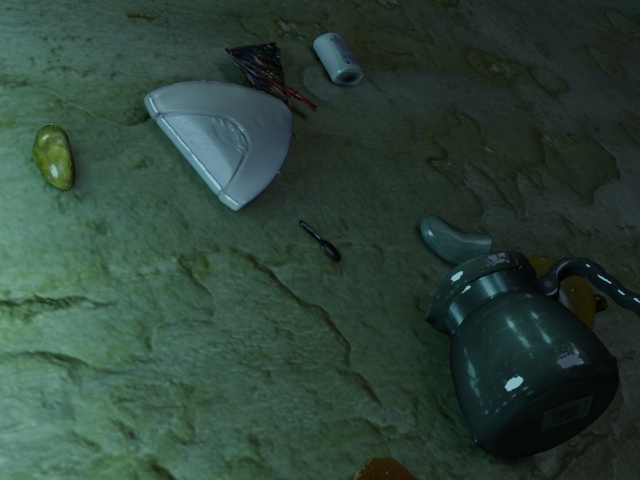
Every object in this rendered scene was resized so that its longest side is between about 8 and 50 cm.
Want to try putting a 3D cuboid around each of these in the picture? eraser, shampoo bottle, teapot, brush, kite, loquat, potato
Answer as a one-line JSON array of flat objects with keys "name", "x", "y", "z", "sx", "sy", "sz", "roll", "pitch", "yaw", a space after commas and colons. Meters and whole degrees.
[{"name": "eraser", "x": -0.121, "y": -0.150, "z": 1.778, "sx": 0.204, "sy": 0.059, "sz": 0.243, "roll": 50, "pitch": 35, "yaw": 6}, {"name": "shampoo bottle", "x": 0.028, "y": -0.321, "z": 2.168, "sx": 0.072, "sy": 0.043, "sz": 0.099, "roll": 0, "pitch": 53, "yaw": -51}, {"name": "teapot", "x": 0.300, "y": 0.120, "z": 1.782, "sx": 0.223, "sy": 0.305, "sz": 0.285, "roll": 38, "pitch": 19, "yaw": -52}, {"name": "brush", "x": 0.000, "y": 0.000, "z": 1.806, "sx": 0.083, "sy": 0.008, "sz": 0.024, "roll": 44, "pitch": 34, "yaw": -5}, {"name": "kite", "x": -0.076, "y": -0.247, "z": 1.949, "sx": 0.189, "sy": 0.009, "sz": 0.232, "roll": 29, "pitch": 35, "yaw": -31}, {"name": "loquat", "x": 0.362, "y": 0.107, "z": 1.977, "sx": 0.204, "sy": 0.149, "sz": 0.172, "roll": -4, "pitch": 51, "yaw": -18}, {"name": "potato", "x": -0.321, "y": -0.100, "z": 1.493, "sx": 0.045, "sy": 0.046, "sz": 0.092, "roll": 82, "pitch": -8, "yaw": -67}]

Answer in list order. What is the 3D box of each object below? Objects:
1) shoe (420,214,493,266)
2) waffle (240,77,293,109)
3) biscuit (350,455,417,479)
[{"name": "shoe", "x": 0.253, "y": 0.011, "z": 2.039, "sx": 0.195, "sy": 0.078, "sz": 0.079, "roll": 40, "pitch": 32, "yaw": -20}, {"name": "waffle", "x": -0.092, "y": -0.210, "z": 1.917, "sx": 0.092, "sy": 0.021, "sz": 0.135, "roll": 39, "pitch": 32, "yaw": -12}, {"name": "biscuit", "x": 0.083, "y": 0.317, "z": 1.539, "sx": 0.102, "sy": 0.019, "sz": 0.130, "roll": 54, "pitch": 32, "yaw": 12}]
